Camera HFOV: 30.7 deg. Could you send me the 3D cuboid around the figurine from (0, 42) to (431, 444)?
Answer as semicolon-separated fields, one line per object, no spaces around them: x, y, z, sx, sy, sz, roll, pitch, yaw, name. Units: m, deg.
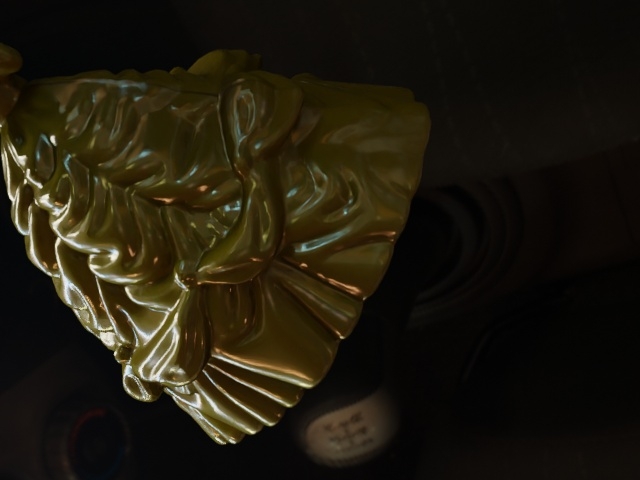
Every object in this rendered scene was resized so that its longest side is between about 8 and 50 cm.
-0.139;-0.049;0.477;0.315;0.168;0.187;24;162;-18;figurine
